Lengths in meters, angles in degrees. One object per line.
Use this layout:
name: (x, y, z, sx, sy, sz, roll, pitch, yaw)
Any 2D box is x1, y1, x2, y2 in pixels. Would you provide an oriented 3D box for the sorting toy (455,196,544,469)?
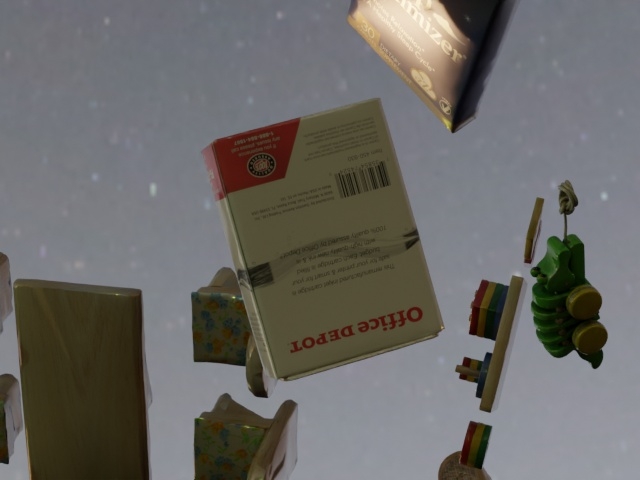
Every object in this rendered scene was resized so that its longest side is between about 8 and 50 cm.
sorting toy: (0.168, 0.090, 1.646, 0.046, 0.274, 0.132, 14, -1, 9)

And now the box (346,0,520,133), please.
box: (0.088, -0.194, 1.270, 0.036, 0.136, 0.225, -33, -19, -24)

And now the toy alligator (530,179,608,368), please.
toy alligator: (0.191, 0.036, 1.345, 0.051, 0.056, 0.190, -22, -54, -8)

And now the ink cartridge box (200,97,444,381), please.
ink cartridge box: (0.000, 0.000, 0.922, 0.099, 0.135, 0.056, -15, 1, -11)

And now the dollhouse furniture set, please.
dollhouse furniture set: (-0.221, 0.235, 1.524, 0.362, 0.256, 0.394, 4, -66, 11)

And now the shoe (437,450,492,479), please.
shoe: (0.176, 0.334, 1.817, 0.076, 0.219, 0.058, -22, -39, 23)
